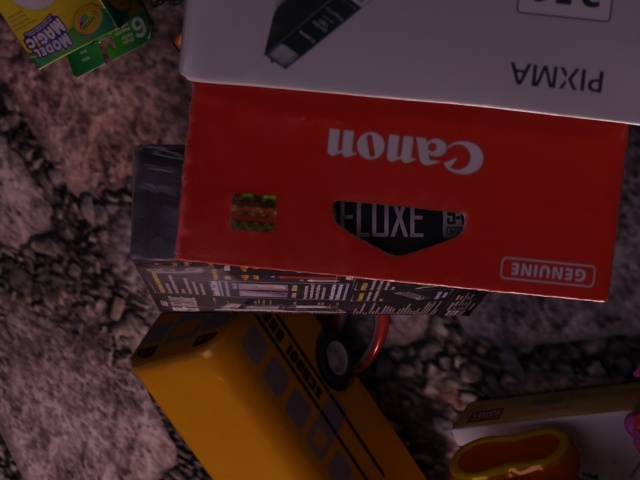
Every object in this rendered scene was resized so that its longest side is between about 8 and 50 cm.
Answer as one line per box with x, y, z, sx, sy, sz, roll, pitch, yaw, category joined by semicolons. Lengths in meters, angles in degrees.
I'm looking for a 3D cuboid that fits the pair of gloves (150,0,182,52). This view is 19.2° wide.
-0.102;-0.182;1.466;0.074;0.010;0.083;-27;106;41;pair of gloves

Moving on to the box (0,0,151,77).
-0.217;-0.212;1.494;0.105;0.043;0.179;-21;110;40;box

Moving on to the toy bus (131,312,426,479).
-0.010;0.179;1.560;0.108;0.130;0.333;-15;119;35;toy bus

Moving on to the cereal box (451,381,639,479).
0.227;0.229;1.527;0.173;0.047;0.240;-12;115;36;cereal box

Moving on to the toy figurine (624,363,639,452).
0.287;0.150;1.393;0.173;0.130;0.159;-43;82;26;toy figurine

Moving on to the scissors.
-0.015;0.131;1.625;0.109;0.021;0.297;25;129;12;scissors

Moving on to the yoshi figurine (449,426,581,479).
0.174;0.339;1.489;0.203;0.203;0.362;9;129;45;yoshi figurine

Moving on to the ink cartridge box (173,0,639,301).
0.055;-0.089;1.103;0.275;0.060;0.239;6;98;-2;ink cartridge box

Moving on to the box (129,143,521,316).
0.000;0.000;1.302;0.242;0.307;0.077;1;82;-1;box
